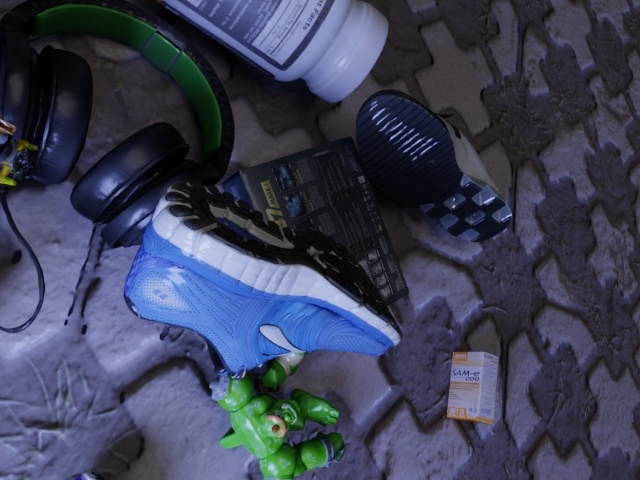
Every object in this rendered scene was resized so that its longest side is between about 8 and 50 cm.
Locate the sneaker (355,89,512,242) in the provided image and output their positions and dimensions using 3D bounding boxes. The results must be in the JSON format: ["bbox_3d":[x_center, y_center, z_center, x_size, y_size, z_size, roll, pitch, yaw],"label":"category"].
[{"bbox_3d":[0.154,-0.125,0.781,0.330,0.122,0.146,34,35,-42],"label":"sneaker"}]

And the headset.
[{"bbox_3d":[-0.238,-0.073,0.526,0.243,0.185,0.394,35,47,-23],"label":"headset"}]

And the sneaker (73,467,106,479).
[{"bbox_3d":[-0.205,0.297,0.485,0.071,0.068,0.170,-10,86,-29],"label":"sneaker"}]

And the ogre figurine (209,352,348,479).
[{"bbox_3d":[-0.050,0.189,0.601,0.118,0.096,0.197,-37,117,-52],"label":"ogre figurine"}]

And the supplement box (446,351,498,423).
[{"bbox_3d":[0.226,0.217,0.794,0.036,0.062,0.099,21,68,-27],"label":"supplement box"}]

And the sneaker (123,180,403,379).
[{"bbox_3d":[-0.048,0.064,0.556,0.330,0.147,0.130,26,23,-37],"label":"sneaker"}]

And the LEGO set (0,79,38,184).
[{"bbox_3d":[-0.340,0.010,0.353,0.254,0.192,0.332,10,69,4],"label":"LEGO set"}]

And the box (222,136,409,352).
[{"bbox_3d":[0.000,0.000,0.690,0.183,0.059,0.233,-25,95,-35],"label":"box"}]

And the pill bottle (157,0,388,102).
[{"bbox_3d":[-0.062,-0.297,0.650,0.278,0.162,0.162,28,66,-27],"label":"pill bottle"}]
